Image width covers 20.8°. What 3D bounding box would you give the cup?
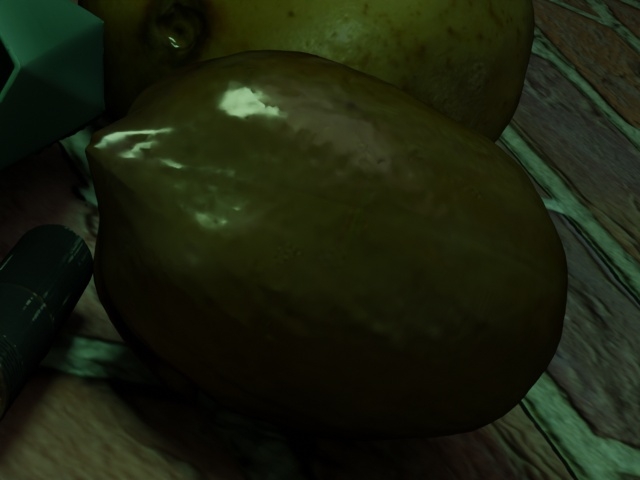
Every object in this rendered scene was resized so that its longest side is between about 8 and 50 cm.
[{"bbox_3d":[-0.194,-0.093,0.959,0.148,0.134,0.235,64,13,1],"label":"cup"}]

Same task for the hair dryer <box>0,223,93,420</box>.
[{"bbox_3d":[-0.217,0.008,0.849,0.195,0.050,0.173,26,18,-2],"label":"hair dryer"}]

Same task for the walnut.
[{"bbox_3d":[0.000,0.000,0.913,0.298,0.203,0.203,30,17,-36],"label":"walnut"}]

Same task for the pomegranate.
[{"bbox_3d":[-0.013,-0.141,1.140,0.307,0.307,0.307,26,22,-11],"label":"pomegranate"}]
